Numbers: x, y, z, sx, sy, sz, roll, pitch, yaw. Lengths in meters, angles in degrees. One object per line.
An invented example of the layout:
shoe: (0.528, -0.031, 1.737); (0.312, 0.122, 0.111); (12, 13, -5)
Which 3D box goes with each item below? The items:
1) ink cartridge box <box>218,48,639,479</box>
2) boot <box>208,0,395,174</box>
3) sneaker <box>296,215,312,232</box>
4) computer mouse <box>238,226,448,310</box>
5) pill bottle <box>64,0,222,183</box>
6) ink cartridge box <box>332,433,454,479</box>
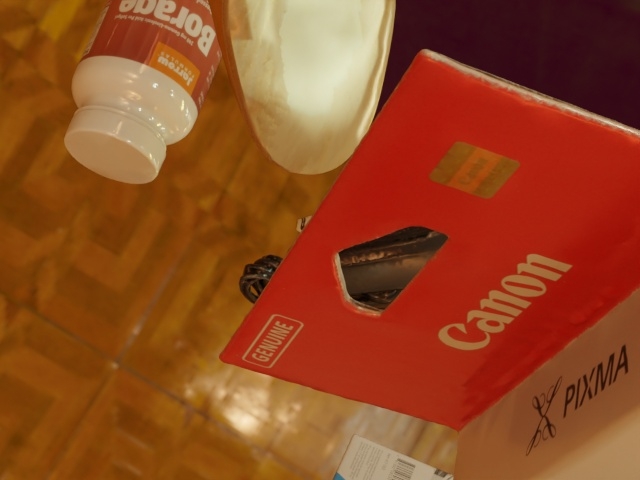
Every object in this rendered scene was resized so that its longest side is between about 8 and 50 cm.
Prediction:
ink cartridge box: (0.109, 0.059, 0.625); (0.296, 0.261, 0.066); (124, -21, -61)
boot: (-0.040, -0.180, 0.973); (0.104, 0.211, 0.295); (-5, 89, -18)
sneaker: (0.000, 0.000, 1.577); (0.083, 0.037, 0.032); (64, 27, -49)
computer mouse: (0.087, 0.021, 1.272); (0.272, 0.072, 0.188); (-30, 147, 10)
pill bottle: (-0.159, -0.167, 1.457); (0.121, 0.121, 0.216); (59, 44, -55)
ink cartridge box: (0.091, 0.292, 1.532); (0.139, 0.191, 0.082); (-60, 172, -54)
